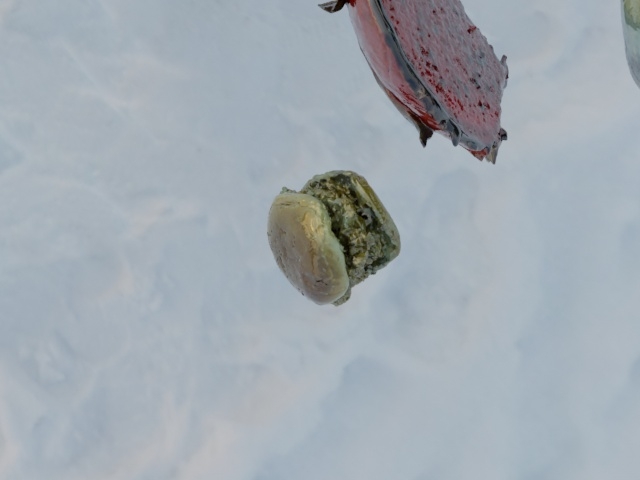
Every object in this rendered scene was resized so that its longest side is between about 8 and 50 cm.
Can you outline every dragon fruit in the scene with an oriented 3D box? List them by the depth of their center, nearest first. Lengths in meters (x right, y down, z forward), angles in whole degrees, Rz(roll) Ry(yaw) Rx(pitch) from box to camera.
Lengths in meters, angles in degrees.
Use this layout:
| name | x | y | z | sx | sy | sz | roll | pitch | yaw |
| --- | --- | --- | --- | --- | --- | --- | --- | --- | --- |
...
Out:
| name | x | y | z | sx | sy | sz | roll | pitch | yaw |
| --- | --- | --- | --- | --- | --- | --- | --- | --- | --- |
| dragon fruit | 0.095 | -0.223 | 1.508 | 0.100 | 0.282 | 0.343 | -26 | 120 | 24 |

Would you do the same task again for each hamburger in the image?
| name | x | y | z | sx | sy | sz | roll | pitch | yaw |
| --- | --- | --- | --- | --- | --- | --- | --- | --- | --- |
| hamburger | 0.000 | 0.000 | 1.645 | 0.131 | 0.185 | 0.159 | -36 | 94 | -29 |

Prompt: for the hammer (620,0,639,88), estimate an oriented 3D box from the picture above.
| name | x | y | z | sx | sy | sz | roll | pitch | yaw |
| --- | --- | --- | --- | --- | --- | --- | --- | --- | --- |
| hammer | 0.438 | -0.287 | 1.399 | 0.305 | 0.113 | 0.202 | -43 | 157 | -3 |
